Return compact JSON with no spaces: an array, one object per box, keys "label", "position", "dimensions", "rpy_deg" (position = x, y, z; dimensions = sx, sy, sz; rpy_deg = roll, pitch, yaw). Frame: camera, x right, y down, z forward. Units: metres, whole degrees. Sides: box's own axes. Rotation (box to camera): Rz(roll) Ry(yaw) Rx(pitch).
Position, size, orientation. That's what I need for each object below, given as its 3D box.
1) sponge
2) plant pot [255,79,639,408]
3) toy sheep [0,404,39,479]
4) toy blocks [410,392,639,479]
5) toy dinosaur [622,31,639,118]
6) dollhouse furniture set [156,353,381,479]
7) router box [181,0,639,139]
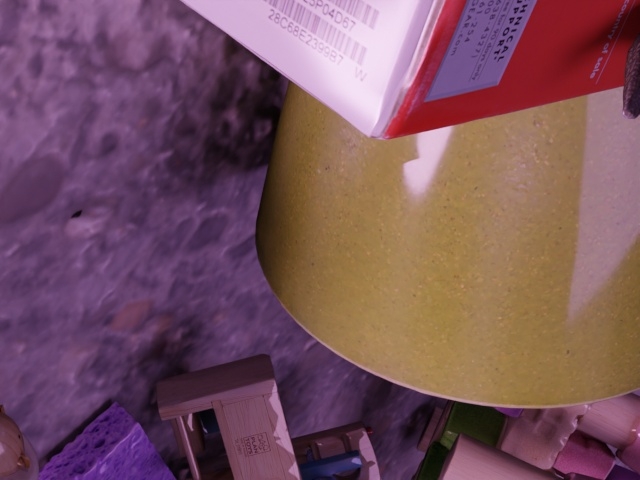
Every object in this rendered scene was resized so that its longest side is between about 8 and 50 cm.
[{"label":"sponge","position":[-0.143,0.197,0.999],"dimensions":[0.117,0.031,0.210],"rpy_deg":[-42,149,-14]},{"label":"plant pot","position":[0.109,-0.113,0.783],"dimensions":[0.275,0.275,0.293],"rpy_deg":[-27,138,-35]},{"label":"toy sheep","position":[-0.201,0.140,0.810],"dimensions":[0.091,0.091,0.132],"rpy_deg":[-6,142,-51]},{"label":"toy blocks","position":[0.209,0.199,1.144],"dimensions":[0.309,0.260,0.288],"rpy_deg":[-63,176,-48]},{"label":"toy dinosaur","position":[0.210,-0.054,0.453],"dimensions":[0.313,0.121,0.160],"rpy_deg":[-30,132,-40]},{"label":"dollhouse furniture set","position":[-0.025,0.143,0.994],"dimensions":[0.129,0.129,0.184],"rpy_deg":[-14,114,-2]},{"label":"router box","position":[0.011,-0.171,0.506],"dimensions":[0.301,0.335,0.082],"rpy_deg":[-17,136,-46]}]
